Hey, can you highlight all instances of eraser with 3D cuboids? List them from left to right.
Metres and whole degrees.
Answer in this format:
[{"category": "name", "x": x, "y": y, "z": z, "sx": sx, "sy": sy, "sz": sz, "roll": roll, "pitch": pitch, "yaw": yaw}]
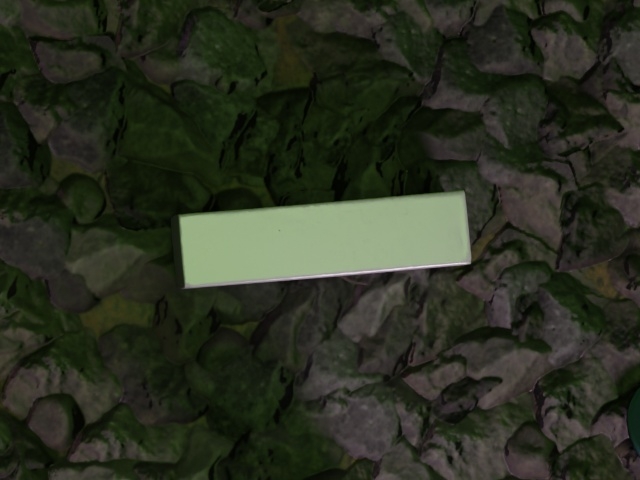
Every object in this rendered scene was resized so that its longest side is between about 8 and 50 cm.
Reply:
[{"category": "eraser", "x": 0.000, "y": -0.001, "z": 1.868, "sx": 0.298, "sy": 0.076, "sz": 0.078, "roll": -5, "pitch": 89, "yaw": -12}]

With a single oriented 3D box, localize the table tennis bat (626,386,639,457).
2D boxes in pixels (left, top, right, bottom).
[{"category": "table tennis bat", "x": 0.425, "y": 0.184, "z": 1.949, "sx": 0.201, "sy": 0.033, "sz": 0.124, "roll": -20, "pitch": 68, "yaw": -10}]
